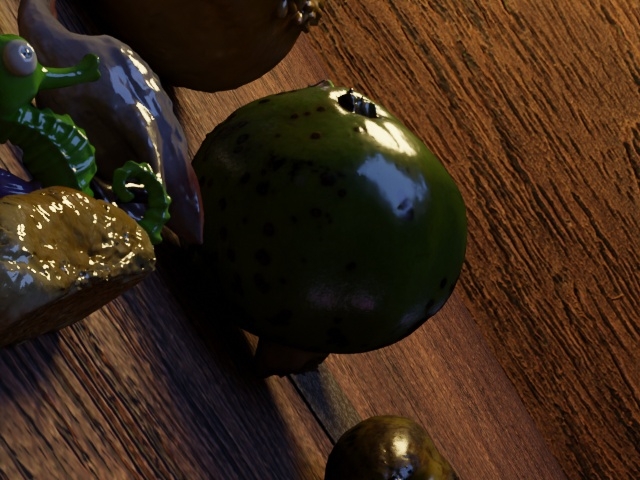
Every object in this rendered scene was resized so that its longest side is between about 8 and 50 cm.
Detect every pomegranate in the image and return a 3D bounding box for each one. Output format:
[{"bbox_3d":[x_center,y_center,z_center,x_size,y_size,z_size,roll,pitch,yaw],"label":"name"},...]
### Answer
[{"bbox_3d":[0.000,0.000,1.210,0.254,0.254,0.271,-73,173,-77],"label":"pomegranate"}]

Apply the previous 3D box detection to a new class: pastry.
[{"bbox_3d":[-0.142,-0.353,1.455,0.410,0.245,0.409,59,8,-13],"label":"pastry"}]

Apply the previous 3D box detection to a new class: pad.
[{"bbox_3d":[0.017,0.178,1.433,0.235,0.003,0.158,57,10,-17],"label":"pad"}]

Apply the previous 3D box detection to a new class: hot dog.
[{"bbox_3d":[-0.161,0.013,0.767,0.073,0.084,0.242,61,11,1],"label":"hot dog"}]

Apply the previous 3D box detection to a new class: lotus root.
[{"bbox_3d":[0.059,0.217,1.224,0.120,0.120,0.209,60,9,-3],"label":"lotus root"}]

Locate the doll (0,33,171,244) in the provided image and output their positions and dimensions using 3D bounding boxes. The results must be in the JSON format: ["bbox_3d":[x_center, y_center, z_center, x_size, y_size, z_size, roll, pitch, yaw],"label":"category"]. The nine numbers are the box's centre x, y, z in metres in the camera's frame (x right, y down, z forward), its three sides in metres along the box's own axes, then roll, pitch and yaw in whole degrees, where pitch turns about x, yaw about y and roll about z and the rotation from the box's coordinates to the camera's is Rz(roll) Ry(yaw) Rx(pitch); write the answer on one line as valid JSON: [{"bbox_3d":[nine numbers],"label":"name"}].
[{"bbox_3d":[-0.169,-0.062,0.876,0.190,0.115,0.050,56,-23,-19],"label":"doll"}]

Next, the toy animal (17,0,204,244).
[{"bbox_3d":[-0.173,-0.110,1.040,0.195,0.090,0.324,35,27,-55],"label":"toy animal"}]

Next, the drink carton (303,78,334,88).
[{"bbox_3d":[0.004,-0.039,1.520,0.108,0.161,0.271,51,12,-44],"label":"drink carton"}]
